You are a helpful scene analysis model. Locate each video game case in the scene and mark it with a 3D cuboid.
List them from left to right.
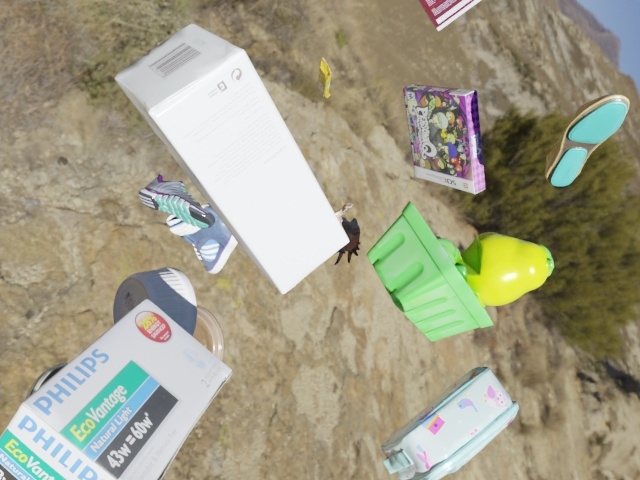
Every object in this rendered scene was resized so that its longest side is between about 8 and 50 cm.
[{"bbox_3d":[0.286,-0.240,1.360,0.041,0.210,0.232,-25,119,-24],"label":"video game case"}]

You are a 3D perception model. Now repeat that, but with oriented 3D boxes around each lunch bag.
[{"bbox_3d":[0.222,0.348,1.060,0.108,0.224,0.279,50,-19,17],"label":"lunch bag"}]

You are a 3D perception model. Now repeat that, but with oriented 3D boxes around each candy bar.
[{"bbox_3d":[0.010,-0.360,1.308,0.040,0.018,0.161,60,-3,4],"label":"candy bar"}]

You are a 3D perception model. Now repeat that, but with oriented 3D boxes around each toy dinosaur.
[{"bbox_3d":[0.000,0.000,1.580,0.127,0.295,0.201,43,-26,52],"label":"toy dinosaur"}]

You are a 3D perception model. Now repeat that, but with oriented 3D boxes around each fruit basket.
[{"bbox_3d":[0.353,0.064,1.432,0.392,0.392,0.283,40,18,-51],"label":"fruit basket"}]

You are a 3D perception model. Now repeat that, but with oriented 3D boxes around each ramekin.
[{"bbox_3d":[-0.392,0.166,1.360,0.109,0.207,0.207,2,72,-48],"label":"ramekin"}]

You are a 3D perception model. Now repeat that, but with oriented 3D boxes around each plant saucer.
[{"bbox_3d":[-0.466,0.368,2.093,0.041,0.277,0.278,-7,81,-65],"label":"plant saucer"}]

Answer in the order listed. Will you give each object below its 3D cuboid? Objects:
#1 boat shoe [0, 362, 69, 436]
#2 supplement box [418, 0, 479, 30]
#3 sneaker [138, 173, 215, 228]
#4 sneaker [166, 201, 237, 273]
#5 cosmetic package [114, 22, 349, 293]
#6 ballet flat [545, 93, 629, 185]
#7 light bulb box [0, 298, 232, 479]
[{"bbox_3d":[-0.695,0.480,1.515,0.500,0.155,0.187,-109,-163,-74],"label":"boat shoe"},{"bbox_3d":[0.264,-0.625,1.359,0.239,0.130,0.073,41,24,-42],"label":"supplement box"},{"bbox_3d":[-0.353,-0.111,1.496,0.098,0.223,0.083,-59,163,-30],"label":"sneaker"},{"bbox_3d":[-0.412,-0.019,1.981,0.236,0.323,0.130,22,55,-16],"label":"sneaker"},{"bbox_3d":[-0.128,-0.121,0.926,0.217,0.156,0.385,42,-14,50],"label":"cosmetic package"},{"bbox_3d":[0.454,-0.188,1.027,0.232,0.080,0.073,104,-7,-58],"label":"ballet flat"},{"bbox_3d":[-0.388,0.355,1.013,0.225,0.361,0.358,40,23,-3],"label":"light bulb box"}]
